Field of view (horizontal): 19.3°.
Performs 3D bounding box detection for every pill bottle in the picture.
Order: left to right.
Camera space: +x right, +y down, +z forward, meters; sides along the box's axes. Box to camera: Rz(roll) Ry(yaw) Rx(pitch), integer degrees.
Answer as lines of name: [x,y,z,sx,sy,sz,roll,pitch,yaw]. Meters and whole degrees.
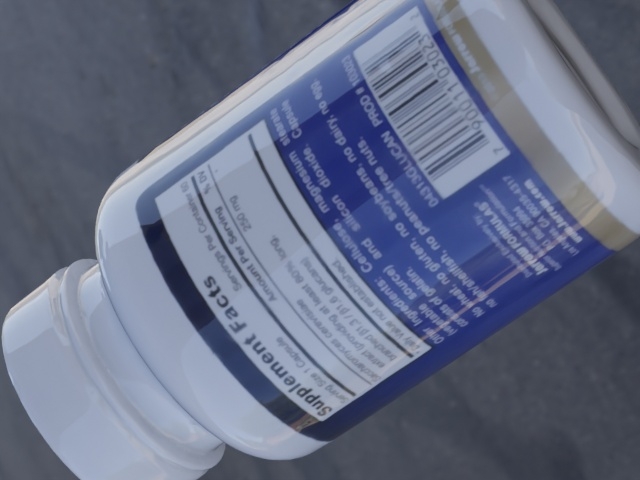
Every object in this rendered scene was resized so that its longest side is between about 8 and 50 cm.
pill bottle: [0.000,0.000,0.505,0.094,0.169,0.094,49,-163,-20]
